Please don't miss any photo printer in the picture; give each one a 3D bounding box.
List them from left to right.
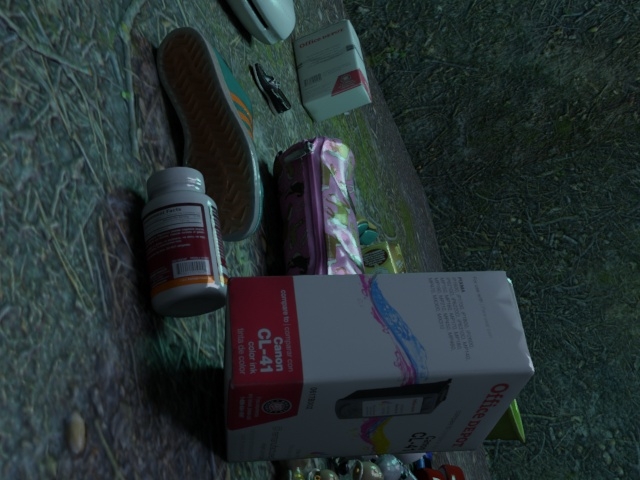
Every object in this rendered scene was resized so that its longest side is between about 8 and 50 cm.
[{"bbox_3d":[-0.143,-0.560,1.453,0.256,0.107,0.308,52,25,-55],"label":"photo printer"}]

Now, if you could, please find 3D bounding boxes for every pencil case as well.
[{"bbox_3d":[0.000,0.000,1.238,0.167,0.160,0.386,25,43,-32],"label":"pencil case"}]

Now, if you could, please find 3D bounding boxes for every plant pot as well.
[{"bbox_3d":[0.397,0.445,2.017,0.276,0.253,0.276,-18,90,-77],"label":"plant pot"}]

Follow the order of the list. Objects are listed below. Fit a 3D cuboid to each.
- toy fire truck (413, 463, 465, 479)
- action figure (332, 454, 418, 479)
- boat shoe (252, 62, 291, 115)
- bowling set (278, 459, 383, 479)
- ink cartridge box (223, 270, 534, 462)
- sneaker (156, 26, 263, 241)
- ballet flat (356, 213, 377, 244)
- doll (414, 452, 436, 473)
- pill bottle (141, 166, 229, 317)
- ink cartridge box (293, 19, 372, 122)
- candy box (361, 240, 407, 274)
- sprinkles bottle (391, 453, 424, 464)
[{"bbox_3d":[0.226,0.575,1.329,0.302,0.169,0.254,-98,-150,-60],"label":"toy fire truck"},{"bbox_3d":[0.108,0.403,1.201,0.185,0.099,0.285,51,-8,26],"label":"action figure"},{"bbox_3d":[-0.097,-0.305,1.467,0.046,0.038,0.125,-91,159,-48],"label":"boat shoe"},{"bbox_3d":[0.074,0.375,1.014,0.287,0.199,0.154,62,16,-50],"label":"bowling set"},{"bbox_3d":[0.046,0.144,0.815,0.226,0.306,0.131,100,-12,-53],"label":"ink cartridge box"},{"bbox_3d":[-0.130,-0.140,1.007,0.121,0.108,0.302,15,57,-68],"label":"sneaker"},{"bbox_3d":[0.079,-0.031,1.785,0.073,0.080,0.232,47,6,15],"label":"ballet flat"},{"bbox_3d":[0.248,0.546,1.753,0.189,0.046,0.129,-67,147,-60],"label":"doll"},{"bbox_3d":[-0.150,0.001,0.806,0.086,0.086,0.152,42,34,-64],"label":"pill bottle"},{"bbox_3d":[0.028,-0.424,1.836,0.092,0.158,0.218,47,29,-57],"label":"ink cartridge box"},{"bbox_3d":[0.196,0.166,1.922,0.183,0.087,0.317,10,64,-74],"label":"candy box"},{"bbox_3d":[0.103,0.267,1.385,0.121,0.121,0.355,-85,153,-57],"label":"sprinkles bottle"}]
